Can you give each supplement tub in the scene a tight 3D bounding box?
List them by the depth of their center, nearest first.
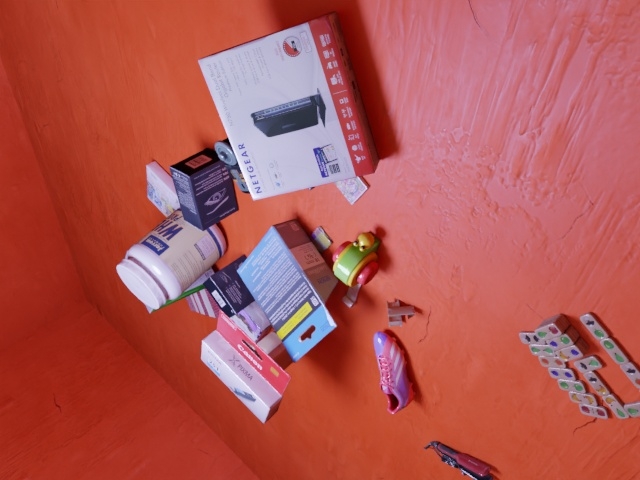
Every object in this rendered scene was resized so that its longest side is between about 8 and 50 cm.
[{"bbox_3d":[-0.515,0.057,1.965,0.235,0.325,0.235,30,147,22],"label":"supplement tub"}]

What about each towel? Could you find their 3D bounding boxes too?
[{"bbox_3d":[0.000,0.000,1.588,0.060,0.009,0.083,50,147,6],"label":"towel"},{"bbox_3d":[-0.489,0.212,2.359,0.329,0.037,0.237,7,122,46],"label":"towel"}]

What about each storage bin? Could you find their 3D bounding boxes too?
[{"bbox_3d":[-0.138,0.324,1.812,0.123,0.262,0.260,41,144,19],"label":"storage bin"}]

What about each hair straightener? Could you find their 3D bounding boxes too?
[{"bbox_3d":[0.394,0.649,1.629,0.230,0.047,0.089,8,124,48],"label":"hair straightener"}]

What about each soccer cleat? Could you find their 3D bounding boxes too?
[{"bbox_3d":[0.197,0.373,1.591,0.083,0.095,0.248,5,123,49],"label":"soccer cleat"}]

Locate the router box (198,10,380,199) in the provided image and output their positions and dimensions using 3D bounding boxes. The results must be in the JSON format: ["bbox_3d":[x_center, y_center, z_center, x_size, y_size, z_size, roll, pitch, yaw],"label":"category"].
[{"bbox_3d":[-0.061,-0.279,1.229,0.301,0.082,0.336,-12,113,20],"label":"router box"}]

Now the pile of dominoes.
[{"bbox_3d":[0.531,0.266,1.134,0.251,0.040,0.196,52,146,5],"label":"pile of dominoes"}]

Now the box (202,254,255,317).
[{"bbox_3d":[-0.293,0.161,1.955,0.156,0.158,0.093,55,146,0],"label":"box"}]

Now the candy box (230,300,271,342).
[{"bbox_3d":[-0.269,0.300,2.127,0.165,0.070,0.196,47,145,11],"label":"candy box"}]

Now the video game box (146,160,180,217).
[{"bbox_3d":[-0.576,-0.166,2.125,0.205,0.048,0.187,44,143,17],"label":"video game box"}]

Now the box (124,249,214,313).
[{"bbox_3d":[-0.569,0.108,2.134,0.231,0.262,0.127,59,147,8],"label":"box"}]

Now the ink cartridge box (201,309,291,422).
[{"bbox_3d":[-0.234,0.381,1.688,0.296,0.066,0.261,40,145,16],"label":"ink cartridge box"}]

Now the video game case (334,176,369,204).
[{"bbox_3d":[0.060,-0.155,1.378,0.122,0.011,0.087,52,147,5],"label":"video game case"}]

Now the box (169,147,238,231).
[{"bbox_3d":[-0.361,-0.159,1.768,0.108,0.153,0.207,27,137,35],"label":"box"}]

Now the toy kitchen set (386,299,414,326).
[{"bbox_3d":[0.210,0.206,1.460,0.068,0.083,0.075,-6,123,7],"label":"toy kitchen set"}]

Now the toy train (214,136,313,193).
[{"bbox_3d":[-0.135,-0.213,1.470,0.333,0.142,0.190,5,135,47],"label":"toy train"}]

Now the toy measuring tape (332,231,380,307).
[{"bbox_3d":[0.077,0.098,1.484,0.121,0.121,0.330,41,144,20],"label":"toy measuring tape"}]

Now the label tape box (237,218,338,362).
[{"bbox_3d":[-0.073,0.146,1.628,0.334,0.105,0.241,56,132,15],"label":"label tape box"}]
